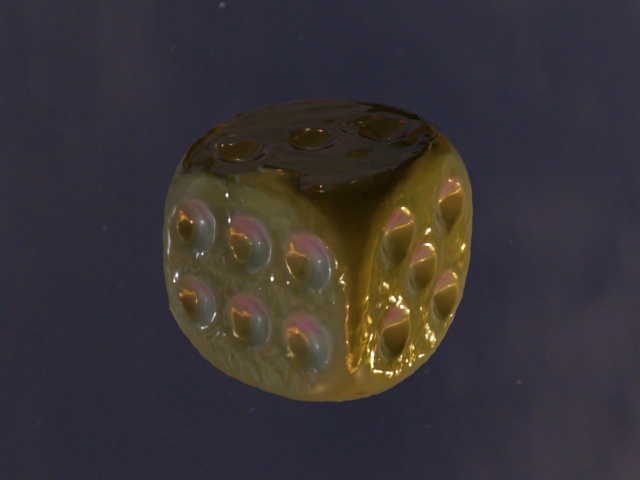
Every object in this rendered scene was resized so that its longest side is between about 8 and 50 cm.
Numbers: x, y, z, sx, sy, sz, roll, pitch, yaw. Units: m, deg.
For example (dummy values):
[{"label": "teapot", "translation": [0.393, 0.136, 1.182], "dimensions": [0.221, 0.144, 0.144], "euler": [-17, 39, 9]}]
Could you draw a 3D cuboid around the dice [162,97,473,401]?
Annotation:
[{"label": "dice", "translation": [0.000, 0.000, 1.263], "dimensions": [0.252, 0.254, 0.250], "euler": [15, -152, 30]}]
